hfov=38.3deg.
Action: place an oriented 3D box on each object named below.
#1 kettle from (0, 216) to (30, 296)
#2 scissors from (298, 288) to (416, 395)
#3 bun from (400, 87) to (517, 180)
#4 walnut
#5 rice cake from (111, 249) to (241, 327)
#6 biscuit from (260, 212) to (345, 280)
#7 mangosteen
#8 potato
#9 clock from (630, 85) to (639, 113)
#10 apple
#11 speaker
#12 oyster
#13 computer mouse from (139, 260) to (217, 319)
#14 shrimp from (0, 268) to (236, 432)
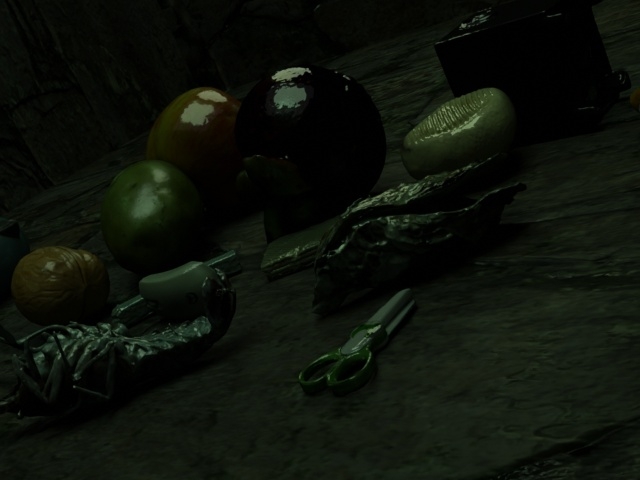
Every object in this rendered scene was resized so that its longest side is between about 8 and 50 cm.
[{"bbox_3d":[-0.852,0.077,2.171,0.319,0.247,0.342,-43,-6,38],"label":"kettle"},{"bbox_3d":[0.060,0.121,1.131,0.101,0.027,0.204,-5,27,44],"label":"scissors"},{"bbox_3d":[0.243,-0.161,1.570,0.222,0.127,0.222,-33,15,10],"label":"bun"},{"bbox_3d":[-0.492,0.088,1.737,0.197,0.165,0.165,-9,23,40],"label":"walnut"},{"bbox_3d":[-0.253,0.085,1.622,0.245,0.042,0.045,-27,15,-9],"label":"rice cake"},{"bbox_3d":[0.000,0.000,1.544,0.199,0.040,0.121,-21,16,12],"label":"biscuit"},{"bbox_3d":[-0.024,-0.167,1.682,0.311,0.311,0.311,-22,17,7],"label":"mangosteen"},{"bbox_3d":[-0.337,-0.046,1.835,0.216,0.216,0.304,-21,21,8],"label":"potato"},{"bbox_3d":[0.560,-0.218,1.349,0.231,0.103,0.144,-1,27,48],"label":"clock"},{"bbox_3d":[-0.239,-0.184,2.030,0.302,0.301,0.301,-22,17,7],"label":"apple"},{"bbox_3d":[0.377,-0.308,1.633,0.254,0.232,0.184,-9,24,41],"label":"speaker"},{"bbox_3d":[0.120,-0.015,1.301,0.351,0.158,0.162,-34,-24,-6],"label":"oyster"},{"bbox_3d":[-0.238,0.089,1.513,0.182,0.089,0.056,-12,22,37],"label":"computer mouse"},{"bbox_3d":[-0.312,0.159,1.315,0.411,0.166,0.221,-11,16,1],"label":"shrimp"}]
